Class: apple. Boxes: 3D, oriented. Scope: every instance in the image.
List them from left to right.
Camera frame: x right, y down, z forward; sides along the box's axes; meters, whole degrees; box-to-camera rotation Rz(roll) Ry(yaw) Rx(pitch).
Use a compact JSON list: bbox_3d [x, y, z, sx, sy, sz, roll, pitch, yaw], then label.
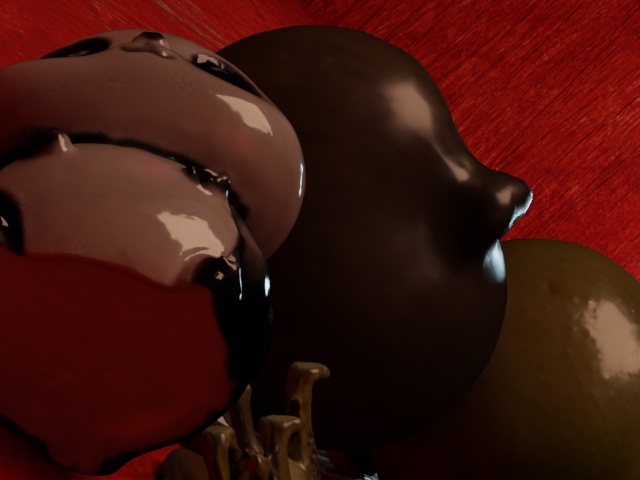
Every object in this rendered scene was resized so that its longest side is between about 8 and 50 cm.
[{"bbox_3d":[0.160,0.135,1.429,0.279,0.279,0.279,46,9,-10],"label":"apple"}]

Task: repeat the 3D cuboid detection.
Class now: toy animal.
[{"bbox_3d":[-0.106,-0.015,1.001,0.187,0.165,0.235,12,46,-1],"label":"toy animal"},{"bbox_3d":[-0.024,0.150,1.030,0.181,0.073,0.136,-73,155,-77],"label":"toy animal"}]

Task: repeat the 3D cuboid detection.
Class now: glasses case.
[{"bbox_3d":[0.035,0.162,1.518,0.033,0.023,0.083,42,11,-14],"label":"glasses case"}]

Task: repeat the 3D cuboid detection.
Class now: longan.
[{"bbox_3d":[0.000,0.000,1.277,0.300,0.300,0.243,47,35,-1],"label":"longan"}]

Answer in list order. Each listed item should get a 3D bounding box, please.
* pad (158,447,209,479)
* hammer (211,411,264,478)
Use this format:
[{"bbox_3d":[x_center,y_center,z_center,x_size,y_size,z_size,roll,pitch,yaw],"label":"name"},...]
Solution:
[{"bbox_3d":[0.020,0.261,1.052,0.284,0.018,0.286,44,10,-23],"label":"pad"},{"bbox_3d":[-0.125,0.068,1.151,0.427,0.044,0.152,45,8,-19],"label":"hammer"}]
